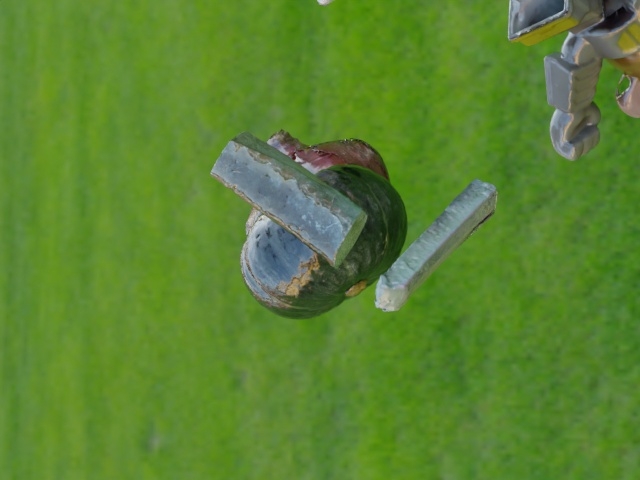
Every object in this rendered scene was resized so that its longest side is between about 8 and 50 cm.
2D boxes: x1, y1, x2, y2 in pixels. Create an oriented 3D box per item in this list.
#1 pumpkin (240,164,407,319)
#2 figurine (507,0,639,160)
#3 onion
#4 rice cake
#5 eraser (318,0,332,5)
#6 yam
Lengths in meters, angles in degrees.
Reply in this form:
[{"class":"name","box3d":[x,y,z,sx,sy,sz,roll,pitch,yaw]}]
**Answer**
[{"class":"pumpkin","box3d":[0.002,0.000,1.791,0.152,0.211,0.211,62,148,9]},{"class":"figurine","box3d":[0.344,-0.252,1.625,0.342,0.285,0.167,-38,46,25]},{"class":"onion","box3d":[-0.015,-0.074,2.381,0.219,0.252,0.252,53,147,2]},{"class":"rice cake","box3d":[0.125,0.006,1.639,0.034,0.211,0.043,27,139,23]},{"class":"eraser","box3d":[0.084,-0.418,1.892,0.086,0.130,0.287,51,133,2]},{"class":"yam","box3d":[-0.031,-0.047,1.580,0.068,0.169,0.068,-51,-8,-10]}]
